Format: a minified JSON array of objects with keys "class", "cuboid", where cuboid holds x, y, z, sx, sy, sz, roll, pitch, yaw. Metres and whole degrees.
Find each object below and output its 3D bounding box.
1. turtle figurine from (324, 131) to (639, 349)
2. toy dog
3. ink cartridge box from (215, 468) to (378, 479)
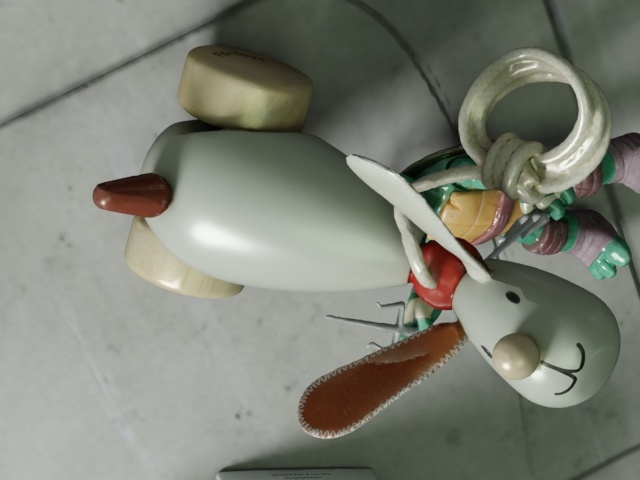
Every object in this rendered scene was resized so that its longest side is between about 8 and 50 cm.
[{"class":"turtle figurine","cuboid":[0.113,-0.015,1.291,0.234,0.118,0.175,-8,156,-32]},{"class":"toy dog","cuboid":[0.000,0.000,1.149,0.161,0.333,0.220,-19,110,-56]},{"class":"ink cartridge box","cuboid":[-0.003,0.263,1.379,0.127,0.176,0.128,2,119,-22]}]
